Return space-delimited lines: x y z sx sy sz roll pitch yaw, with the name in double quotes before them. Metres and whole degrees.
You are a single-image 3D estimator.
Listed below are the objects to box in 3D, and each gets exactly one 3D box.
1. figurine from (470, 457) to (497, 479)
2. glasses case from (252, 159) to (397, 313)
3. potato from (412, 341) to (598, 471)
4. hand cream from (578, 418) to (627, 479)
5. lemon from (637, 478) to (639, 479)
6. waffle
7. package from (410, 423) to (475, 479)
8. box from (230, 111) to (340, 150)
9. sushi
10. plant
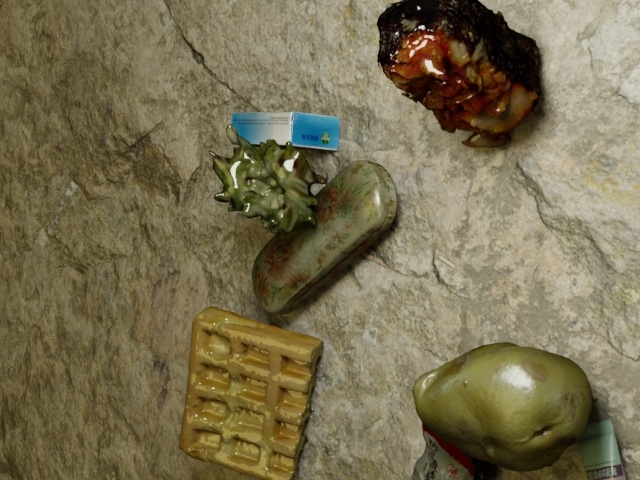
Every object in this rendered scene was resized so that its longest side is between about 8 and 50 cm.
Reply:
"figurine" 0.273 0.404 1.777 0.106 0.047 0.060 -13 59 55
"glasses case" 0.000 0.000 2.026 0.425 0.098 0.156 -43 53 37
"potato" 0.288 0.270 1.638 0.351 0.218 0.202 -4 88 49
"hand cream" 0.472 0.451 1.564 0.085 0.058 0.331 -38 56 58
"lemon" 0.534 0.483 1.343 0.285 0.285 0.316 -58 9 28
"waffle" -0.160 0.338 2.129 0.304 0.077 0.348 12 101 23
"package" 0.217 0.451 1.807 0.154 0.030 0.239 39 131 44
"box" -0.075 -0.229 2.080 0.194 0.139 0.073 7 95 46
"sushi" 0.229 -0.278 1.648 0.196 0.343 0.182 -8 64 45
"plant" -0.072 -0.134 2.024 0.251 0.333 0.180 38 109 7
